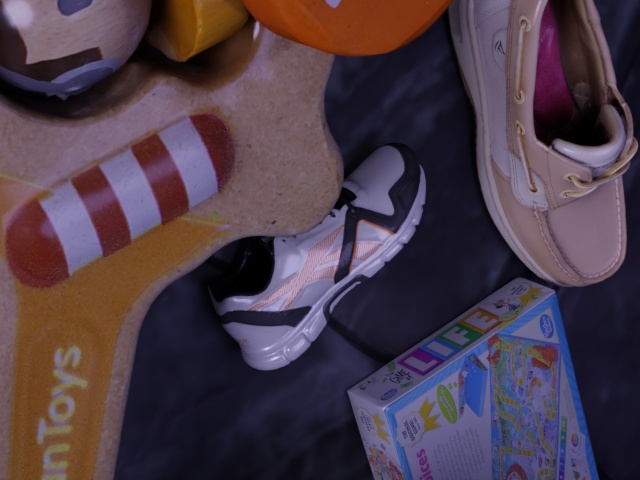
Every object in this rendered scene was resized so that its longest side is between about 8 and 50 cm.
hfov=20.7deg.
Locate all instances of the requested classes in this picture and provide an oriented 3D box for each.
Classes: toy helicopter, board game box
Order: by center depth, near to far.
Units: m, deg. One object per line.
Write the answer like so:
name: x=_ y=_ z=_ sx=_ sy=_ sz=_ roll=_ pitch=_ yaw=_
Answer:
toy helicopter: x=-0.099 y=0.001 z=0.562 sx=0.235 sy=0.140 sz=0.355 roll=-2 pitch=108 yaw=-35
board game box: x=0.077 y=0.107 z=0.798 sx=0.103 sy=0.026 sz=0.154 roll=-31 pitch=121 yaw=-26

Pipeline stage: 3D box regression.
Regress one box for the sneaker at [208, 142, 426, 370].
sneaker: x=0.000 y=0.000 z=0.696 sx=0.109 sy=0.040 sz=0.044 roll=-50 pitch=126 yaw=-14

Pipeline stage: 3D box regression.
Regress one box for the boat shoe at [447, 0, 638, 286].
boat shoe: x=0.103 y=-0.046 z=0.747 sx=0.063 sy=0.059 sz=0.170 roll=-38 pitch=124 yaw=-22
